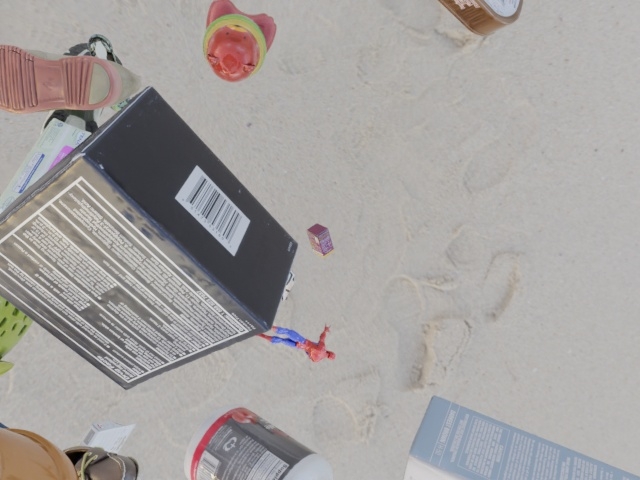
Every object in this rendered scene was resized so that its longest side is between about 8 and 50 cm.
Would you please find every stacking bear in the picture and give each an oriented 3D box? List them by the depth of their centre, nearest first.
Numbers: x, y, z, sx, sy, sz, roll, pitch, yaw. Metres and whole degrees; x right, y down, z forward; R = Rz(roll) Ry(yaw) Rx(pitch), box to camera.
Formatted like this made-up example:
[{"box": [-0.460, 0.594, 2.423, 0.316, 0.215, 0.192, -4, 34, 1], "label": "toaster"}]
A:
[{"box": [-0.201, -0.452, 1.299, 0.175, 0.289, 0.164, 16, 116, -13], "label": "stacking bear"}]

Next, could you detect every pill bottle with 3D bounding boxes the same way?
[{"box": [-0.088, 0.453, 1.033, 0.176, 0.319, 0.176, -32, 132, -43], "label": "pill bottle"}]

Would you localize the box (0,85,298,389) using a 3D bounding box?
[{"box": [-0.244, 0.013, 0.737, 0.294, 0.182, 0.296, -26, 118, 29], "label": "box"}]

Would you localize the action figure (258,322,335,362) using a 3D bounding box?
[{"box": [-0.072, 0.322, 1.883, 0.280, 0.139, 0.091, 26, 117, -2], "label": "action figure"}]

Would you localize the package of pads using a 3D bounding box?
[{"box": [-0.532, -0.071, 1.129, 0.101, 0.296, 0.229, 21, 67, -5], "label": "package of pads"}]

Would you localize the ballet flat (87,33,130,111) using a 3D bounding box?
[{"box": [-0.508, -0.399, 1.318, 0.070, 0.070, 0.188, -21, 97, -6], "label": "ballet flat"}]

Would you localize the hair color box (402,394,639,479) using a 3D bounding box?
[{"box": [0.296, 0.368, 0.724, 0.374, 0.113, 0.185, 19, 129, 20], "label": "hair color box"}]

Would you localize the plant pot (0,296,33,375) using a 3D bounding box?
[{"box": [-0.694, 0.147, 1.049, 0.228, 0.227, 0.207, 11, 75, -3], "label": "plant pot"}]

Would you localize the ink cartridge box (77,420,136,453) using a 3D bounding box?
[{"box": [-0.652, 0.606, 1.657, 0.045, 0.179, 0.145, 33, 90, 18], "label": "ink cartridge box"}]

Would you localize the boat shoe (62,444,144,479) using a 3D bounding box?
[{"box": [-0.482, 0.498, 1.178, 0.097, 0.324, 0.116, 39, 57, -28], "label": "boat shoe"}]

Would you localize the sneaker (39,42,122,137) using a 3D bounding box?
[{"box": [-0.644, -0.338, 1.447, 0.158, 0.182, 0.410, 25, 59, -29], "label": "sneaker"}]

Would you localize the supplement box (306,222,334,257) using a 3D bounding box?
[{"box": [0.000, 0.000, 1.607, 0.043, 0.055, 0.083, -34, 128, -24], "label": "supplement box"}]

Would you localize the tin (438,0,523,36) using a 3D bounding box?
[{"box": [0.146, -0.293, 0.569, 0.190, 0.040, 0.106, 26, 67, -33], "label": "tin"}]

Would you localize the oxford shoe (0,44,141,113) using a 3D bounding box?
[{"box": [-0.591, -0.348, 1.228, 0.397, 0.146, 0.140, 12, 107, 13], "label": "oxford shoe"}]

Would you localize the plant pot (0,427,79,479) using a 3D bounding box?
[{"box": [-0.556, 0.415, 0.868, 0.291, 0.291, 0.203, -10, 141, -9], "label": "plant pot"}]

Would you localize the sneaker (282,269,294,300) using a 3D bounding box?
[{"box": [-0.084, 0.115, 1.399, 0.044, 0.040, 0.109, -20, 147, -19], "label": "sneaker"}]

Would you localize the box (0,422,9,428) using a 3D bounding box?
[{"box": [-0.788, 0.421, 1.160, 0.159, 0.044, 0.233, 42, 112, -16], "label": "box"}]
